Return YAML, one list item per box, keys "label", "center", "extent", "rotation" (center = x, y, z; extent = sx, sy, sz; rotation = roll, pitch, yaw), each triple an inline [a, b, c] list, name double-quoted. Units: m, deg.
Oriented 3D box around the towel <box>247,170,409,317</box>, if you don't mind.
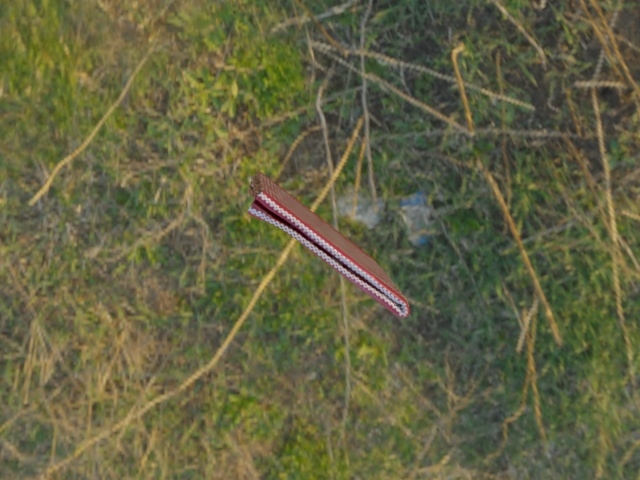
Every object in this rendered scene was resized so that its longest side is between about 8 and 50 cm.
- label: "towel"
  center: [0.000, 0.000, 1.110]
  extent: [0.199, 0.275, 0.031]
  rotation: [37, 94, -8]
